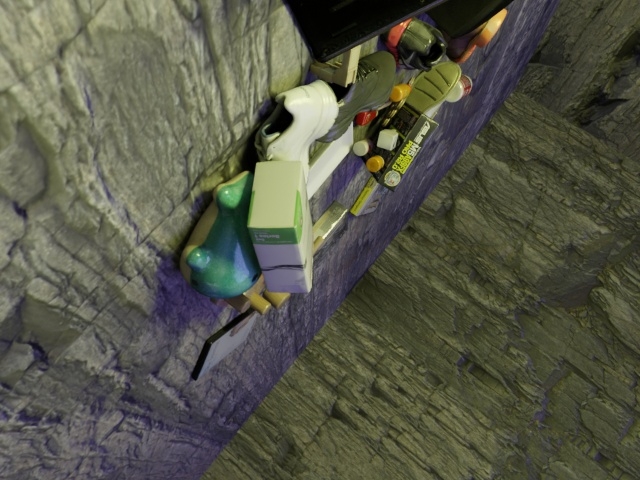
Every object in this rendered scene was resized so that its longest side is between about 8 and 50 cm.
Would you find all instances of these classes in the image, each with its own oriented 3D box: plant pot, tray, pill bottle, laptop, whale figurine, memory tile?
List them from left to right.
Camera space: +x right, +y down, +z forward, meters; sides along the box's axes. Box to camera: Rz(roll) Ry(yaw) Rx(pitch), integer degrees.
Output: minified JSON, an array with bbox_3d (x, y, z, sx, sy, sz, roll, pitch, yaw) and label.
[{"bbox_3d":[-0.170,0.001,1.105,0.216,0.141,0.272,-37,156,-48],"label":"whale figurine"},{"bbox_3d":[-0.010,-0.180,1.433,0.270,0.030,0.145,-51,167,-11],"label":"tray"},{"bbox_3d":[0.218,-0.388,1.588,0.113,0.012,0.148,-47,-167,49],"label":"memory tile"},{"bbox_3d":[0.161,-0.354,0.829,0.382,0.408,0.236,-25,136,7],"label":"laptop"},{"bbox_3d":[0.507,-0.565,2.092,0.152,0.086,0.086,-37,159,-50],"label":"pill bottle"},{"bbox_3d":[0.340,-0.580,1.314,0.187,0.188,0.167,-39,173,-47],"label":"plant pot"}]

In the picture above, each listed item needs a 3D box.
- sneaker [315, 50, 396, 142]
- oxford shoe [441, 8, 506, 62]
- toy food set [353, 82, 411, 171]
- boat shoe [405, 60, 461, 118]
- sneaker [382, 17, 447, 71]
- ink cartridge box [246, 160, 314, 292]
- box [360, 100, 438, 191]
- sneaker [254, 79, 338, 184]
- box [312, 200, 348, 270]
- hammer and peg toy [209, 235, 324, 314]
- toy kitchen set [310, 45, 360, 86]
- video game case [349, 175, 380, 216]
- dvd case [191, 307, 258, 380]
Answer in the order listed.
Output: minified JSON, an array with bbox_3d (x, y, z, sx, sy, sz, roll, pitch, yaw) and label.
[{"bbox_3d":[0.072,-0.328,1.194,0.286,0.109,0.130,-49,160,-27],"label":"sneaker"},{"bbox_3d":[0.400,-0.603,1.599,0.130,0.132,0.363,-61,-175,1],"label":"oxford shoe"},{"bbox_3d":[0.162,-0.306,1.499,0.104,0.111,0.232,-38,144,-56],"label":"toy food set"},{"bbox_3d":[0.317,-0.428,1.769,0.302,0.113,0.103,-46,170,17],"label":"boat shoe"},{"bbox_3d":[0.236,-0.453,1.356,0.098,0.135,0.276,-58,167,10],"label":"sneaker"},{"bbox_3d":[-0.070,-0.020,1.089,0.219,0.092,0.160,82,9,-52],"label":"ink cartridge box"},{"bbox_3d":[0.215,-0.278,1.605,0.216,0.060,0.270,-57,-162,16],"label":"box"},{"bbox_3d":[-0.079,-0.179,1.104,0.129,0.111,0.297,-15,141,-42],"label":"sneaker"},{"bbox_3d":[0.000,0.000,1.861,0.231,0.056,0.183,-51,166,-13],"label":"box"},{"bbox_3d":[-0.132,0.054,1.401,0.266,0.127,0.361,-55,167,-1],"label":"hammer and peg toy"},{"bbox_3d":[0.036,-0.345,1.071,0.068,0.083,0.075,-39,149,-43],"label":"toy kitchen set"},{"bbox_3d":[0.225,-0.207,2.149,0.248,0.035,0.275,-58,166,17],"label":"video game case"},{"bbox_3d":[-0.285,0.305,1.739,0.253,0.022,0.180,-35,158,-52],"label":"dvd case"}]
